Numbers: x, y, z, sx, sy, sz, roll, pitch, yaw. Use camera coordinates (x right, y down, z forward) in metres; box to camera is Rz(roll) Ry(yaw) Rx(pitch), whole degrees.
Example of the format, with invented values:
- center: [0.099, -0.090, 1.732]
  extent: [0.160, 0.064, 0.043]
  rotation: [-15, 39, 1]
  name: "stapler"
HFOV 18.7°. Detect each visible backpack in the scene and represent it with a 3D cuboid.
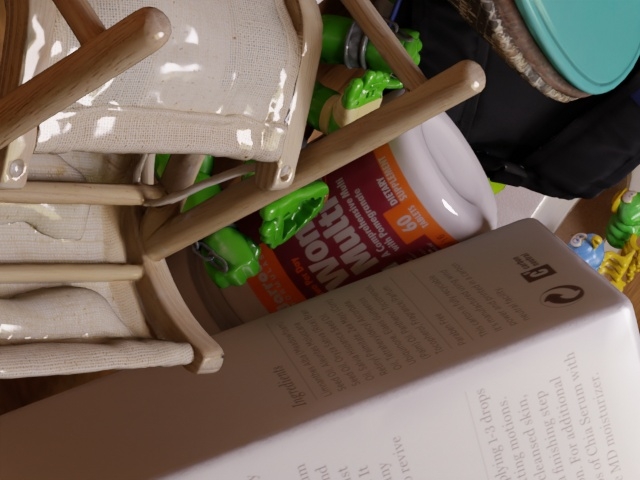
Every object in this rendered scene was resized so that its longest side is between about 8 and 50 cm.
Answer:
- center: [0.152, -0.162, 1.358]
  extent: [0.213, 0.276, 0.263]
  rotation: [-76, -171, -45]
  name: "backpack"

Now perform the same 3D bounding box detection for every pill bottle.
- center: [0.000, 0.000, 1.320]
  extent: [0.221, 0.121, 0.121]
  rotation: [-32, 168, 21]
  name: "pill bottle"

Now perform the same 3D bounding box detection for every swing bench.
- center: [-0.106, -0.060, 0.956]
  extent: [0.254, 0.165, 0.253]
  rotation: [-46, 154, 27]
  name: "swing bench"

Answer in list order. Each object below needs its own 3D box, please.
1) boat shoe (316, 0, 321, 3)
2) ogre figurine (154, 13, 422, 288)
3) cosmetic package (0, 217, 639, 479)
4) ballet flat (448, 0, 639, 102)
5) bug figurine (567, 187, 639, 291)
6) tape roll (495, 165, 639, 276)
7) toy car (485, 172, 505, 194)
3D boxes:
- center: [-0.050, -0.167, 1.140]
  extent: [0.228, 0.080, 0.076]
  rotation: [-40, 157, -20]
  name: "boat shoe"
- center: [-0.036, -0.074, 1.239]
  extent: [0.197, 0.118, 0.097]
  rotation: [-61, 155, 8]
  name: "ogre figurine"
- center: [-0.020, 0.182, 1.198]
  extent: [0.453, 0.161, 0.230]
  rotation: [-20, 114, -9]
  name: "cosmetic package"
- center: [0.068, -0.275, 1.066]
  extent: [0.164, 0.182, 0.483]
  rotation: [-55, 147, -23]
  name: "ballet flat"
- center: [0.297, -0.012, 1.947]
  extent: [0.279, 0.072, 0.216]
  rotation: [-50, 165, -31]
  name: "bug figurine"
- center: [0.235, -0.010, 2.017]
  extent: [0.392, 0.072, 0.392]
  rotation: [-46, 156, -27]
  name: "tape roll"
- center: [0.028, -0.031, 1.491]
  extent: [0.188, 0.149, 0.155]
  rotation: [-8, 138, -28]
  name: "toy car"
